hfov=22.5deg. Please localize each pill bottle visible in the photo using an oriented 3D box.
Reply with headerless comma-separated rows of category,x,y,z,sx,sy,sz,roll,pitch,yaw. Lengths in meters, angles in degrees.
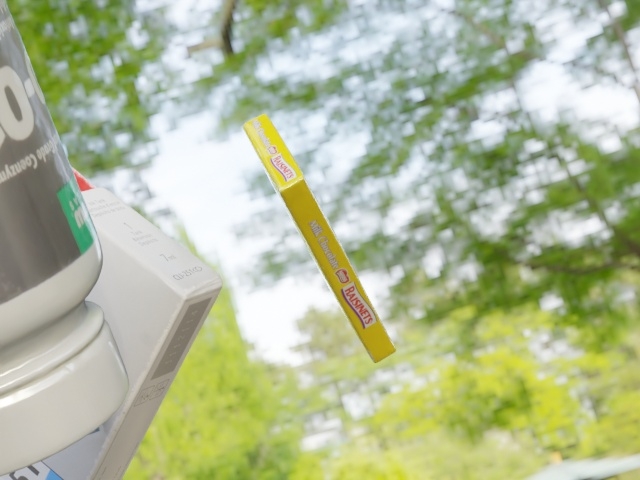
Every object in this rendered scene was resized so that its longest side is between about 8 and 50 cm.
pill bottle,-0.270,-0.031,1.086,0.204,0.361,0.204,-17,18,6

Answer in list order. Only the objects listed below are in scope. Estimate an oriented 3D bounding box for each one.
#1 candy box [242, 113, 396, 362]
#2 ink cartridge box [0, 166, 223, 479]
candy box,0.000,0.000,1.309,0.027,0.105,0.206,-31,-51,-3
ink cartridge box,-0.248,0.081,1.325,0.066,0.261,0.296,-19,-39,-60
